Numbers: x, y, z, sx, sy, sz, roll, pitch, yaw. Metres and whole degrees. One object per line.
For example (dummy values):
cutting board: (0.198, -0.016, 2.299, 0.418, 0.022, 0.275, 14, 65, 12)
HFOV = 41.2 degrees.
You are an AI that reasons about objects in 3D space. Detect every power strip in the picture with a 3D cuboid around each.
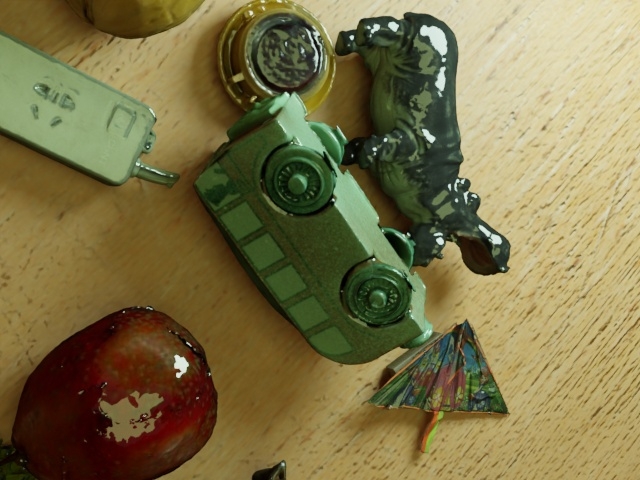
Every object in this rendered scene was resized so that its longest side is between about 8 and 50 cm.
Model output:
power strip: (-0.269, -0.131, 0.870, 0.288, 0.053, 0.093, 26, 81, -22)

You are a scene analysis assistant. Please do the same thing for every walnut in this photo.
walnut: (-0.172, -0.299, 0.855, 0.159, 0.159, 0.206, 36, 79, -21)

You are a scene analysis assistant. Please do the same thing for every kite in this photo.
kite: (0.168, 0.187, 1.078, 0.241, 0.014, 0.183, 17, 95, -34)

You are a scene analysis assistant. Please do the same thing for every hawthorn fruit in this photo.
hawthorn fruit: (-0.215, 0.175, 0.836, 0.235, 0.181, 0.181, -33, 105, -19)

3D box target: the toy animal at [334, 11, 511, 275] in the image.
toy animal: (0.114, -0.099, 1.017, 0.168, 0.106, 0.343, -20, 102, -20)

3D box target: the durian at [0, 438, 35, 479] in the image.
durian: (-0.339, 0.342, 0.844, 0.170, 0.157, 0.355, -10, 97, 12)

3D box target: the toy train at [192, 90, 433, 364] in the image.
toy train: (0.000, 0.000, 0.933, 0.159, 0.129, 0.326, -29, 108, 21)

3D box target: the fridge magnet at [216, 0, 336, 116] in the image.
fridge magnet: (-0.047, -0.204, 0.962, 0.143, 0.063, 0.143, -1, 92, -21)

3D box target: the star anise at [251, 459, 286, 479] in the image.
star anise: (-0.101, 0.367, 0.944, 0.220, 0.099, 0.214, -29, 89, -16)

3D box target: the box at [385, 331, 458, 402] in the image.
box: (0.129, 0.159, 1.075, 0.083, 0.024, 0.053, -33, 105, -18)
